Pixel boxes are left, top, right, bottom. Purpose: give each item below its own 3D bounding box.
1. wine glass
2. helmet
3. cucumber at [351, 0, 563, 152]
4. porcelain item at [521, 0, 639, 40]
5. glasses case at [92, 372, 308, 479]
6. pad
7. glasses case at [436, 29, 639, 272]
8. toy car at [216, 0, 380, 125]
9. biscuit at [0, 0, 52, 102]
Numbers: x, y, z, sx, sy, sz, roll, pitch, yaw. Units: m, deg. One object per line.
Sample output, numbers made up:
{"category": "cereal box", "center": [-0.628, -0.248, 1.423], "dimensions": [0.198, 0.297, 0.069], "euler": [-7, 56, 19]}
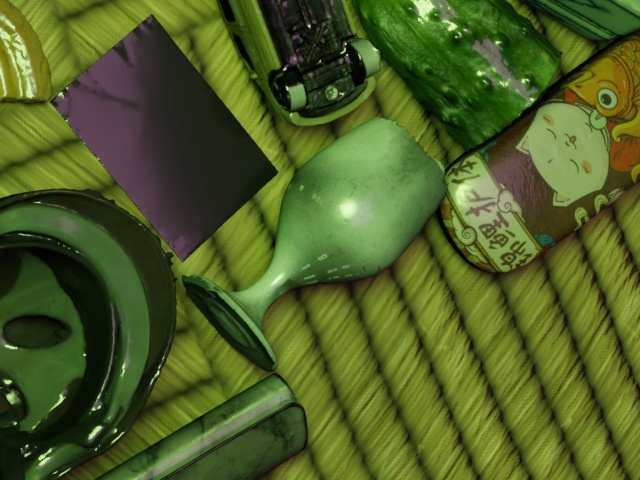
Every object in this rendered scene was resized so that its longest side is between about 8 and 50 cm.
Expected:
{"category": "wine glass", "center": [0.000, 0.000, 1.591], "dimensions": [0.241, 0.126, 0.126], "euler": [-42, 104, -15]}
{"category": "helmet", "center": [-0.276, 0.090, 1.450], "dimensions": [0.305, 0.177, 0.225], "euler": [-38, 108, -26]}
{"category": "cucumber", "center": [0.106, -0.206, 1.642], "dimensions": [0.244, 0.134, 0.134], "euler": [46, 74, -12]}
{"category": "porcelain item", "center": [0.264, -0.356, 1.687], "dimensions": [0.286, 0.157, 0.281], "euler": [24, 78, -19]}
{"category": "glasses case", "center": [-0.149, 0.225, 1.542], "dimensions": [0.299, 0.114, 0.060], "euler": [-30, 60, -19]}
{"category": "pad", "center": [-0.139, -0.093, 1.601], "dimensions": [0.127, 0.004, 0.190], "euler": [-43, 103, -17]}
{"category": "glasses case", "center": [0.248, -0.090, 1.715], "dimensions": [0.321, 0.082, 0.122], "euler": [-37, 104, -19]}
{"category": "toy car", "center": [-0.043, -0.231, 1.582], "dimensions": [0.101, 0.124, 0.256], "euler": [-26, 108, -20]}
{"category": "biscuit", "center": [-0.343, -0.165, 1.504], "dimensions": [0.224, 0.033, 0.144], "euler": [-9, 92, -23]}
